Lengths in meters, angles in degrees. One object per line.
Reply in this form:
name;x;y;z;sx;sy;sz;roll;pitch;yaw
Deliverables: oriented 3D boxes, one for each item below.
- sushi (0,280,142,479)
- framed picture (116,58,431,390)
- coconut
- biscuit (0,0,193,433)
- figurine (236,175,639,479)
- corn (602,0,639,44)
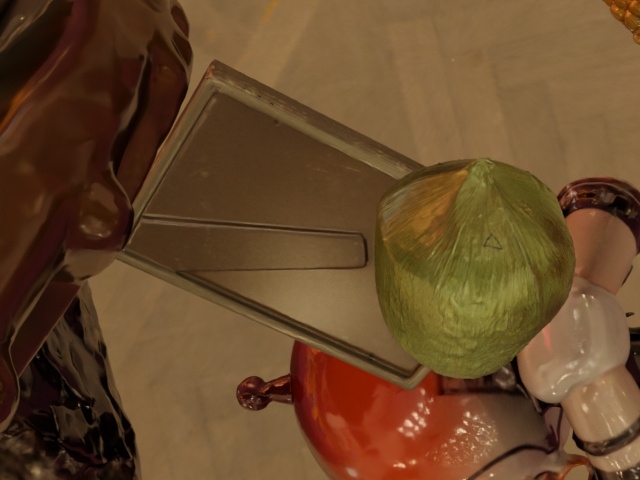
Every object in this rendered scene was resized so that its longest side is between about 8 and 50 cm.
sushi;-0.274;0.093;0.900;0.281;0.299;0.294;-13;64;-2
framed picture;0.000;0.000;0.762;0.203;0.015;0.150;25;131;-12
coconut;0.061;0.006;0.562;0.088;0.088;0.096;8;132;4
biscuit;-0.154;0.014;0.428;0.115;0.366;0.268;36;121;-16
figurine;0.107;0.099;1.066;0.323;0.196;0.320;-19;69;38
corn;0.213;-0.212;0.727;0.080;0.080;0.238;17;125;3
